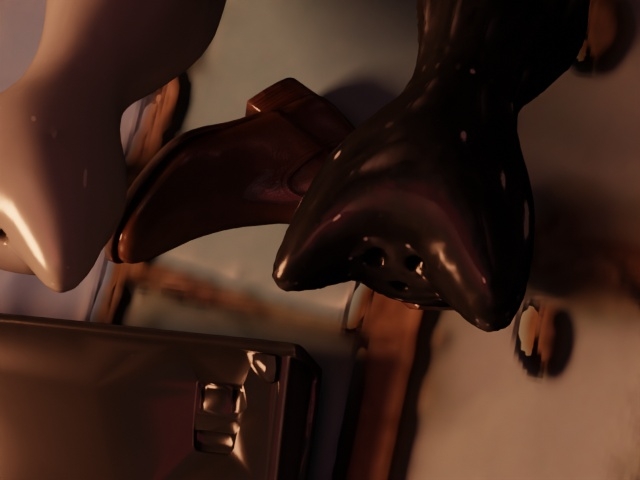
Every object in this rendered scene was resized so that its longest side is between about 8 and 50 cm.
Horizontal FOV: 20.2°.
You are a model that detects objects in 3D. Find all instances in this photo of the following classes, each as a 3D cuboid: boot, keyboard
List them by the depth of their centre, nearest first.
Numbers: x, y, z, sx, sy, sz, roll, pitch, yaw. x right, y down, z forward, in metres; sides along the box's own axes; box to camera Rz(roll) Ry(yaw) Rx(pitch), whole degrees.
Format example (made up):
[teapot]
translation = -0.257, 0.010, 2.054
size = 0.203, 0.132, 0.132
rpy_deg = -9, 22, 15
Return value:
[boot]
translation = 0.000, 0.000, 0.606
size = 0.114, 0.037, 0.106
rpy_deg = 36, 61, 24
[keyboard]
translation = -0.148, 0.048, 0.680
size = 0.317, 0.033, 0.202
rpy_deg = 4, 84, 23

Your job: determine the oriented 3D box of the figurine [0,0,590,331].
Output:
[figurine]
translation = -0.018, -0.063, 0.570
size = 0.214, 0.092, 0.209
rpy_deg = 2, 53, 20
